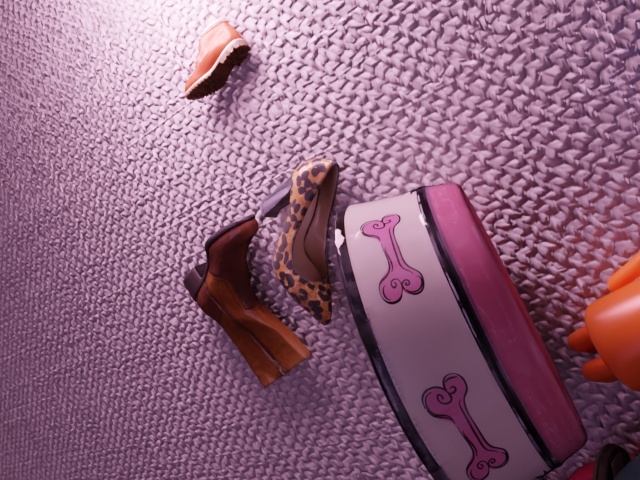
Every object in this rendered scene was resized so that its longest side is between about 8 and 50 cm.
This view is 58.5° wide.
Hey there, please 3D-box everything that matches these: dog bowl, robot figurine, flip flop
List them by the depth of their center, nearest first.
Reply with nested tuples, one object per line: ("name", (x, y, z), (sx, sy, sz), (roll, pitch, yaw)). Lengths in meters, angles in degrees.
("robot figurine", (0.421, 0.102, 0.701), (0.128, 0.158, 0.219), (44, 125, -11))
("dog bowl", (0.181, 0.108, 0.714), (0.150, 0.408, 0.408), (-27, 87, 17))
("flip flop", (0.364, 0.405, 0.786), (0.080, 0.112, 0.277), (20, 117, 44))

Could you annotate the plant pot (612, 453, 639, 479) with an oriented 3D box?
("plant pot", (0.447, 0.354, 0.600), (0.235, 0.293, 0.293), (-128, 36, -68))

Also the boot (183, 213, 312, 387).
("boot", (-0.122, 0.119, 1.075), (0.280, 0.096, 0.264), (50, 123, 11))

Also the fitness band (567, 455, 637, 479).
("fitness band", (0.481, 0.403, 0.789), (0.291, 0.054, 0.209), (-18, 93, 34))

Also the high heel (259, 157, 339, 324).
("high heel", (0.000, 0.000, 0.960), (0.186, 0.093, 0.261), (-33, 75, 41))

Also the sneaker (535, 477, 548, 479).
("sneaker", (0.278, 0.407, 0.913), (0.221, 0.083, 0.087), (-11, 57, 45))

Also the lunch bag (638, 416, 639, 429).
("lunch bag", (0.430, 0.115, 0.465), (0.213, 0.305, 0.256), (-1, 103, 5))

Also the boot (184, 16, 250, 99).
("boot", (-0.201, -0.325, 1.031), (0.158, 0.059, 0.084), (-40, 77, 25))
